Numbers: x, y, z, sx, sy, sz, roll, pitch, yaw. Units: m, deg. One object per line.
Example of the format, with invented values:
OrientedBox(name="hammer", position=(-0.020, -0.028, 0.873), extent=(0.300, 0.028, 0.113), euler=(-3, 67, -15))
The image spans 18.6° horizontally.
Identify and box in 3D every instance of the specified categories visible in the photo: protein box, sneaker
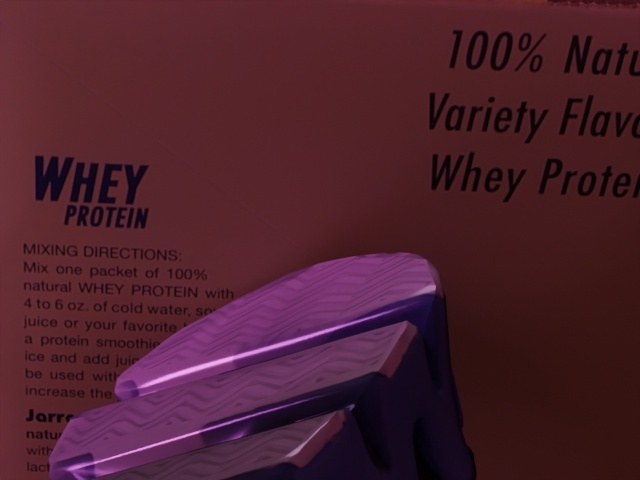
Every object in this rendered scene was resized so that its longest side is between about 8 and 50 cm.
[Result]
OrientedBox(name="protein box", position=(0.000, 0.000, 0.576), extent=(0.200, 0.201, 0.136), euler=(2, 26, -2))
OrientedBox(name="sneaker", position=(-0.014, 0.154, 0.398), extent=(0.127, 0.182, 0.315), euler=(-19, 21, 37))
